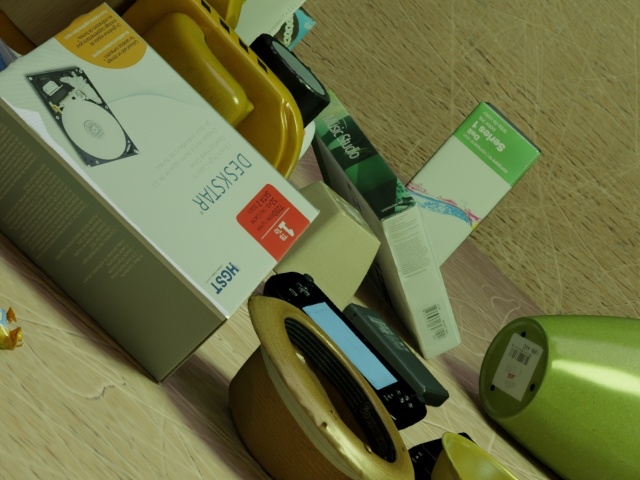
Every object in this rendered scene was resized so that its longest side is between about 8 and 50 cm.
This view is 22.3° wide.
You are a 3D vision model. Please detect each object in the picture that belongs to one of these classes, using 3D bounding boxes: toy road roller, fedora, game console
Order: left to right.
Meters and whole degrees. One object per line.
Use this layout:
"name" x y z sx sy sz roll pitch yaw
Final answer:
"toy road roller" -0.158 -0.156 1.461 0.329 0.202 0.240 46 11 -1
"fedora" -0.011 0.132 1.212 0.194 0.079 0.194 48 11 -13
"game console" 0.074 0.164 1.568 0.361 0.044 0.213 46 9 13

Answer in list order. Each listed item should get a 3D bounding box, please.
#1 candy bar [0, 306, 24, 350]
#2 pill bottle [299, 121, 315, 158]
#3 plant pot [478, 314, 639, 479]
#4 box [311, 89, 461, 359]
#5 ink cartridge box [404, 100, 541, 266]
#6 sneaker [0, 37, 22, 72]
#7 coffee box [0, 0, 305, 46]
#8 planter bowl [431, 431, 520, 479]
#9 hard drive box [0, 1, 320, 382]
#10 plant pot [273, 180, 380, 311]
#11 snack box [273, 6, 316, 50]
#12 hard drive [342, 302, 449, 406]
"candy bar" -0.233 0.018 0.926 0.161 0.018 0.040 37 12 -36
"pill bottle" -0.108 -0.171 2.055 0.193 0.108 0.108 41 9 -23
"plant pot" 0.357 0.204 2.093 0.293 0.275 0.275 22 19 -28
"box" 0.073 -0.026 2.093 0.322 0.058 0.232 55 -12 53
"ink cartridge box" 0.188 -0.063 2.363 0.117 0.278 0.201 42 9 3
"sneaker" -0.261 -0.117 1.274 0.237 0.085 0.086 45 44 -58
"coffee box" -0.182 -0.339 1.741 0.334 0.338 0.337 43 9 -11
"planter bowl" 0.143 0.261 1.287 0.217 0.090 0.217 43 10 -9
"hard drive box" -0.138 -0.040 1.187 0.232 0.089 0.181 44 34 -4
"plant pot" 0.000 0.000 1.806 0.109 0.096 0.109 37 12 -37
"snack box" -0.148 -0.291 2.163 0.060 0.187 0.322 49 10 25
"hard drive" 0.085 0.130 1.837 0.135 0.022 0.094 48 9 21
